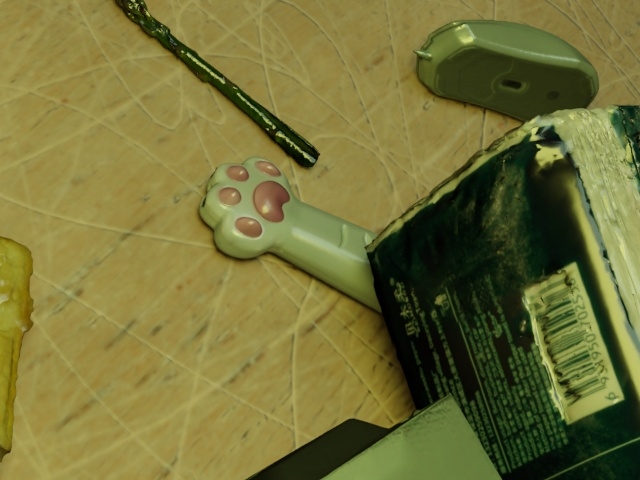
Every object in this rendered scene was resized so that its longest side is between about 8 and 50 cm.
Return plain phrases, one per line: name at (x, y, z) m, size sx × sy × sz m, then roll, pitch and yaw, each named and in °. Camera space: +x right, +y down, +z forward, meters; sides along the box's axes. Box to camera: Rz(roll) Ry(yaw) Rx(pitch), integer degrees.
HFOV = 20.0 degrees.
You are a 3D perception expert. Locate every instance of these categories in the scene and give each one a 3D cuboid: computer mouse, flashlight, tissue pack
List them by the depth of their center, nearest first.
tissue pack at (0.235, 0.135, 1.325) m, size 0.253 × 0.264 × 0.416 m, roll -4°, pitch 67°, yaw -35°
flashlight at (0.000, 0.000, 1.452) m, size 0.200 × 0.047 × 0.093 m, roll 27°, pitch 50°, yaw -11°
computer mouse at (0.162, -0.158, 1.636) m, size 0.182 × 0.089 × 0.056 m, roll 12°, pitch 43°, yaw -21°

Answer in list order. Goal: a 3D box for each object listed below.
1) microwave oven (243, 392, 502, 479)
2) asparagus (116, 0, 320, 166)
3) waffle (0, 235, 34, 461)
microwave oven at (-0.016, 0.261, 1.059) m, size 0.181 × 0.295 × 0.237 m, roll -26°, pitch 84°, yaw -51°
asparagus at (-0.091, -0.140, 1.514) m, size 0.233 × 0.022 × 0.023 m, roll 41°, pitch 76°, yaw -1°
waffle at (-0.330, 0.051, 1.213) m, size 0.274 × 0.057 × 0.168 m, roll 14°, pitch 52°, yaw -23°
